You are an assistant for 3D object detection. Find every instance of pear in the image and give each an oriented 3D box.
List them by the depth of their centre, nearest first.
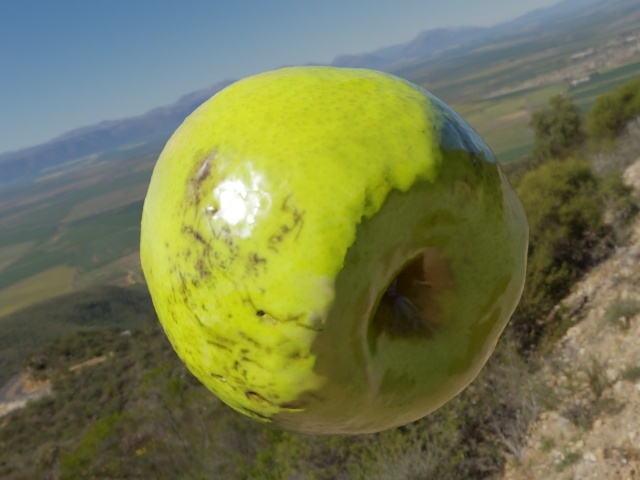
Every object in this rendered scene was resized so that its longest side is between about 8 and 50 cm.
[{"bbox_3d":[0.000,0.000,0.743,0.391,0.391,0.391,-16,12,4],"label":"pear"}]
